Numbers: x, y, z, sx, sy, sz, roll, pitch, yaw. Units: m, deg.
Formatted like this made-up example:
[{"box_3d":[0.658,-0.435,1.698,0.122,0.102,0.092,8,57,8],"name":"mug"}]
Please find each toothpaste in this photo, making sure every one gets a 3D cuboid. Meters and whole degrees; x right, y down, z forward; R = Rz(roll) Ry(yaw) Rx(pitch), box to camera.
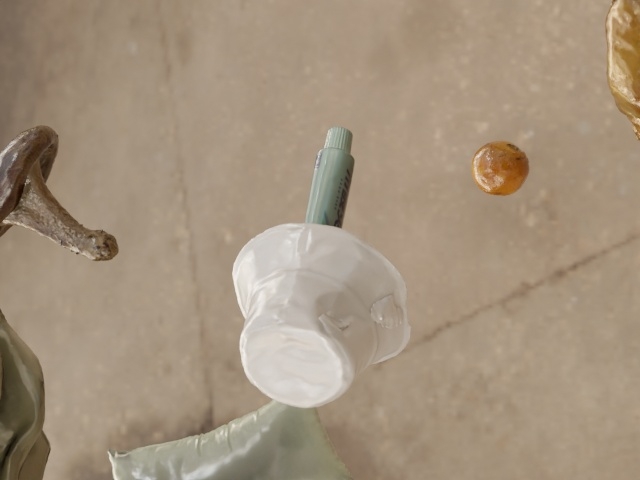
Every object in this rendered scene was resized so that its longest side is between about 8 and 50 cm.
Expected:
[{"box_3d":[0.000,0.000,1.744,0.048,0.075,0.297,0,62,21],"name":"toothpaste"}]

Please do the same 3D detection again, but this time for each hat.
[{"box_3d":[-0.014,0.092,1.531,0.203,0.203,0.126,-53,6,38],"name":"hat"}]

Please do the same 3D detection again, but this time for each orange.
[{"box_3d":[0.254,-0.102,2.093,0.083,0.083,0.084,-6,82,54],"name":"orange"}]

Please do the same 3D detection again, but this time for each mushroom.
[{"box_3d":[-0.394,-0.024,2.125,0.217,0.148,0.227,40,122,1],"name":"mushroom"}]

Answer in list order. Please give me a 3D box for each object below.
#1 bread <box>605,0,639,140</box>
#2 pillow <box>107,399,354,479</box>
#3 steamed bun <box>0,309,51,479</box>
[{"box_3d":[0.482,-0.218,1.459,0.215,0.398,0.398,-83,13,-66],"name":"bread"},{"box_3d":[-0.099,0.251,1.625,0.254,0.078,0.144,-22,68,5],"name":"pillow"},{"box_3d":[-0.307,0.147,1.077,0.324,0.219,0.310,121,162,-53],"name":"steamed bun"}]
